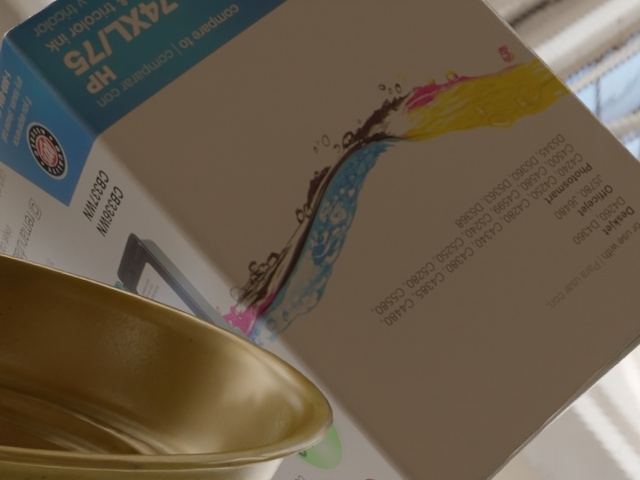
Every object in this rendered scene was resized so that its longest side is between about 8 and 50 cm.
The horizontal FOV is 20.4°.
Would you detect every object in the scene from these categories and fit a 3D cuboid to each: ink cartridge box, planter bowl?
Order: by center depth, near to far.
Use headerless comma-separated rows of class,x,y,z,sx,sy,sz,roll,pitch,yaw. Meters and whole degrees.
planter bowl,-0.113,0.055,0.404,0.217,0.217,0.090,15,-84,7
ink cartridge box,0.000,0.000,0.827,0.197,0.198,0.270,-39,-99,-29
